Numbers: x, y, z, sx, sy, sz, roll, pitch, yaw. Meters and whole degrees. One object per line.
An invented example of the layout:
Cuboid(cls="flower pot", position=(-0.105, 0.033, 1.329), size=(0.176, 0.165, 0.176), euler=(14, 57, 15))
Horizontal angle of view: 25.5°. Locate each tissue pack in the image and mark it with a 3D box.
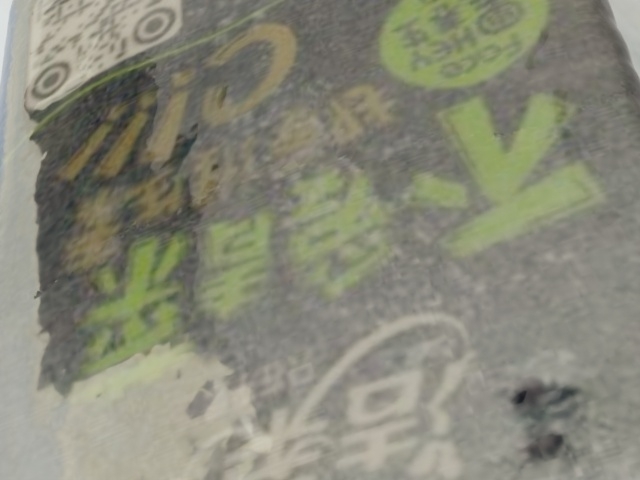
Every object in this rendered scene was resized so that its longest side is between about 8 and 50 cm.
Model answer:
Cuboid(cls="tissue pack", position=(0.000, 0.000, 0.578), size=(0.394, 0.288, 0.124), euler=(-98, -19, -44))
